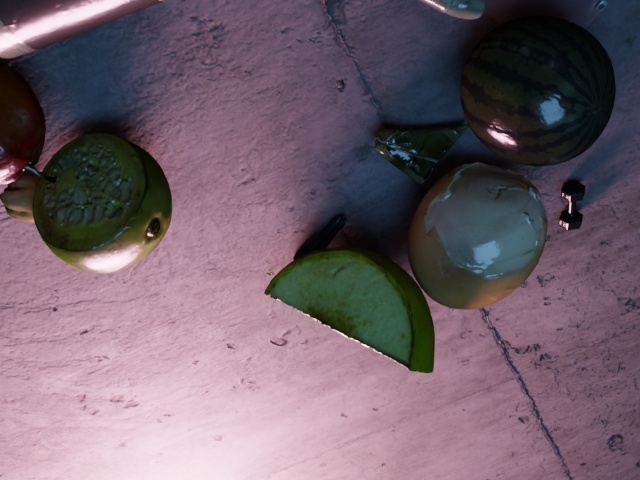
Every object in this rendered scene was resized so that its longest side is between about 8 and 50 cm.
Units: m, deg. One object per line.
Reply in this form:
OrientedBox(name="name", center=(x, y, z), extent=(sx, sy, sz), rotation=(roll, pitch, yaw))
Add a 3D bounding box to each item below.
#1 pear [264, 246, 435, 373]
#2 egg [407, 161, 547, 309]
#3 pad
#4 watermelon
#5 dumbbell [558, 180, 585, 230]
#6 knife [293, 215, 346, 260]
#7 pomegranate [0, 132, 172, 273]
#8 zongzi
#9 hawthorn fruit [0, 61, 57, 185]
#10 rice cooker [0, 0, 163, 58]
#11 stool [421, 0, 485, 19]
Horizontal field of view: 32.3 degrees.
OrientedBox(name="pear", center=(0.091, 0.102, 1.756), extent=(0.139, 0.288, 0.239), rotation=(-63, 153, -4))
OrientedBox(name="egg", center=(0.233, 0.003, 1.692), extent=(0.201, 0.201, 0.244), rotation=(7, 138, -16))
OrientedBox(name="pad", center=(0.305, -0.334, 1.545), extent=(0.188, 0.006, 0.113), rotation=(25, 122, -27))
OrientedBox(name="watermelon", center=(0.296, -0.207, 1.520), extent=(0.212, 0.212, 0.212), rotation=(-5, 130, -6))
OrientedBox(name="dumbbell", center=(0.404, -0.056, 1.778), extent=(0.040, 0.036, 0.083), rotation=(-9, 131, -3))
OrientedBox(name="knife", center=(0.000, 0.000, 1.765), extent=(0.031, 0.018, 0.121), rotation=(26, 119, -30))
OrientedBox(name="pomegranate", center=(-0.323, -0.034, 1.573), extent=(0.241, 0.189, 0.159), rotation=(-20, 155, 5))
OrientedBox(name="zongzi", center=(0.146, -0.156, 1.640), extent=(0.109, 0.055, 0.119), rotation=(33, 106, -30))
OrientedBox(name="hawthorn fruit", center=(-0.426, -0.140, 1.462), extent=(0.194, 0.157, 0.157), rotation=(45, 114, -4))
OrientedBox(name="rice cooker", center=(-0.313, -0.362, 1.239), extent=(0.277, 0.288, 0.288), rotation=(-20, 130, 8))
OrientedBox(name="stool", center=(0.119, -0.397, 1.340), extent=(0.199, 0.195, 0.195), rotation=(11, 127, -24))
